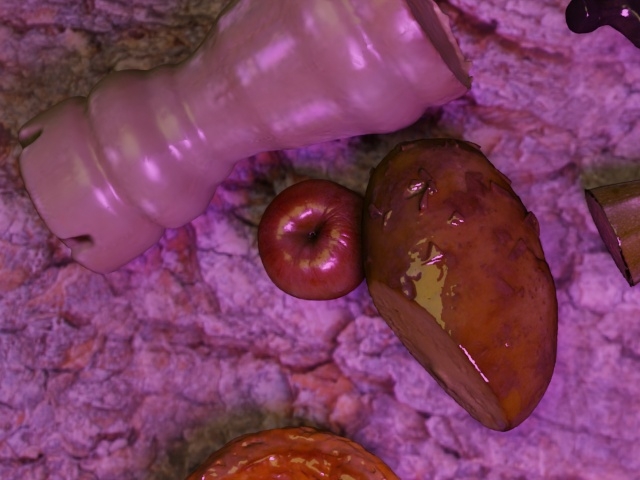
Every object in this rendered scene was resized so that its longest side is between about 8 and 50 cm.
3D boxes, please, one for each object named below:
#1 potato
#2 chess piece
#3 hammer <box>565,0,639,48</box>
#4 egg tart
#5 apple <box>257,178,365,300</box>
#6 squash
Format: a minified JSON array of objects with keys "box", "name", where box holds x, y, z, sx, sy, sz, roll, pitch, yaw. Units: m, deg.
[{"box":[0.135,0.038,1.579,0.176,0.141,0.298,-17,72,-11],"name":"potato"},{"box":[-0.087,-0.143,1.680,0.442,0.234,0.234,-31,68,13],"name":"chess piece"},{"box":[0.369,-0.049,1.531,0.168,0.044,0.440,-7,65,-22],"name":"hammer"},{"box":[-0.028,0.322,1.578,0.294,0.123,0.294,-3,77,15],"name":"egg tart"},{"box":[-0.003,0.001,1.666,0.126,0.102,0.126,-3,75,12],"name":"apple"},{"box":[0.331,-0.027,1.568,0.132,0.105,0.105,-23,69,3],"name":"squash"}]
